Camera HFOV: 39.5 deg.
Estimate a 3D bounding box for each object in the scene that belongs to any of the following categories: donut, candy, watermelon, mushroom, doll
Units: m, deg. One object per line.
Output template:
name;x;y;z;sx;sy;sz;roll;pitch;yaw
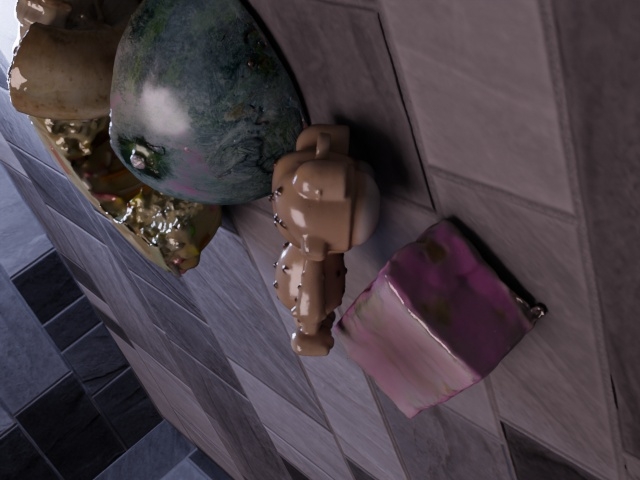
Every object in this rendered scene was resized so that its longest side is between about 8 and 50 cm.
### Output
donut;-0.298;-0.113;1.391;0.371;0.150;0.307;48;164;-2
candy;0.119;0.094;1.003;0.155;0.116;0.265;45;159;6
watermelon;-0.138;-0.132;1.054;0.188;0.175;0.322;36;155;33
mushroom;-0.301;-0.266;1.152;0.254;0.189;0.195;-111;36;-46
doll;0.000;0.002;0.999;0.119;0.154;0.278;5;135;0
